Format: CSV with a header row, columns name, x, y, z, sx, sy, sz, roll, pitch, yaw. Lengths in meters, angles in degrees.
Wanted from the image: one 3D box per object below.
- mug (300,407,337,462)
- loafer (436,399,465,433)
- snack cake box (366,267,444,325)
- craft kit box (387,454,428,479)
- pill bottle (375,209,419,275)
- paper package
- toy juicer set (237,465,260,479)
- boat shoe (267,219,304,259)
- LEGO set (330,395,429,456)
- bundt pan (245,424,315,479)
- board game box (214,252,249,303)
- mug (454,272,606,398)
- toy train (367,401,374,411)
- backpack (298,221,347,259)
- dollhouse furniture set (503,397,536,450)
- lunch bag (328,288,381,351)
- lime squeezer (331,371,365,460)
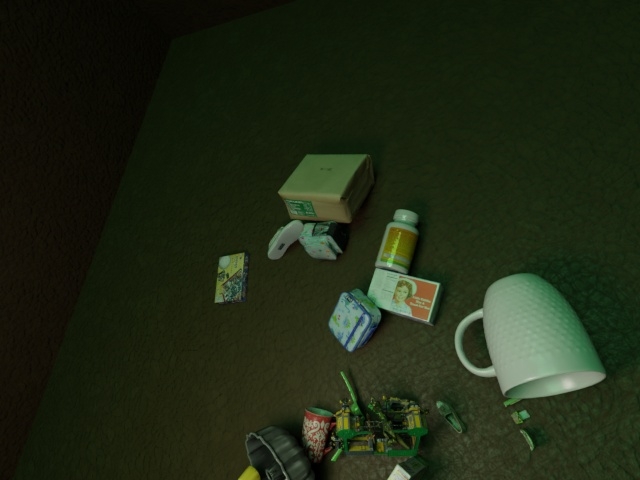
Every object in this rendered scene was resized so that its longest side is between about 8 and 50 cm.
name,x,y,z,sx,sy,sz,roll,pitch,yaw
mug,-0.006,0.737,1.522,0.150,0.113,0.169,6,77,33
loafer,0.439,0.595,1.370,0.045,0.039,0.125,-46,56,7
snack cake box,0.322,0.214,1.561,0.264,0.089,0.152,13,76,32
craft kit box,0.230,0.809,1.277,0.061,0.247,0.249,32,89,35
pill bottle,0.315,0.007,1.618,0.136,0.136,0.245,11,76,32
paper package,0.033,-0.236,1.794,0.325,0.168,0.309,8,48,31
toy juicer set,-0.243,1.017,1.540,0.209,0.089,0.328,35,124,23
boat shoe,-0.168,-0.019,1.897,0.267,0.096,0.088,-53,37,38
LEGO set,0.192,0.581,1.352,0.332,0.254,0.192,-9,39,8
bundt pan,-0.137,0.823,1.477,0.331,0.124,0.330,28,128,43
board game box,-0.442,0.191,2.025,0.165,0.042,0.243,-10,66,26
mug,0.607,0.298,1.261,0.374,0.276,0.328,-24,51,24
toy train,0.212,0.629,1.498,0.083,0.017,0.023,30,77,35
backpack,0.000,0.000,1.780,0.189,0.166,0.144,8,65,34
dollhouse furniture set,0.636,0.562,1.253,0.059,0.076,0.151,-32,58,12
lunch bag,0.131,0.311,1.574,0.176,0.090,0.219,48,130,31
lime squeezer,0.114,0.656,1.512,0.110,0.059,0.310,-1,69,21
